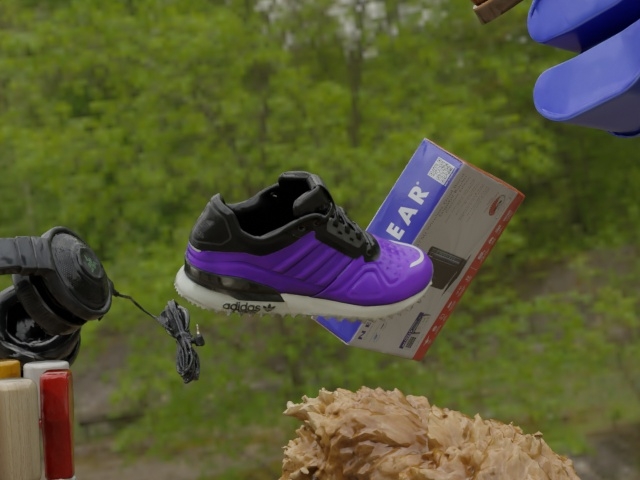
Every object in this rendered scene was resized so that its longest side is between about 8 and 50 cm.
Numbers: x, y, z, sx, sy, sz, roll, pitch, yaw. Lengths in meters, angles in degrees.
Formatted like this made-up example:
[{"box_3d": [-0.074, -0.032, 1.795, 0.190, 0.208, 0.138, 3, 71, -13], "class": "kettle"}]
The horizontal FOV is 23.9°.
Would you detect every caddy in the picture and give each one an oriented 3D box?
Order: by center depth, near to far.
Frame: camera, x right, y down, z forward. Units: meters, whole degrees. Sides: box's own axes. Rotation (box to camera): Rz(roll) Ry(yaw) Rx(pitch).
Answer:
[{"box_3d": [0.435, -0.278, 2.063, 0.179, 0.241, 0.341, 5, -14, -27], "class": "caddy"}]

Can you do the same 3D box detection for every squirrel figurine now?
[{"box_3d": [0.136, 0.269, 1.222, 0.281, 0.397, 0.370, -24, 18, 1], "class": "squirrel figurine"}]

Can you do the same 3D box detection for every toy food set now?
[{"box_3d": [-0.258, 0.160, 1.243, 0.111, 0.104, 0.232, -3, 1, -5], "class": "toy food set"}]

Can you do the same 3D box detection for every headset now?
[{"box_3d": [-0.346, 0.109, 1.968, 0.394, 0.185, 0.243, 3, -36, -33], "class": "headset"}]

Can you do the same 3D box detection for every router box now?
[{"box_3d": [0.163, 0.025, 2.424, 0.082, 0.335, 0.301, 35, 8, 26], "class": "router box"}]

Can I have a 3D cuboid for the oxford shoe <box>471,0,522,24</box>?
[{"box_3d": [0.188, -0.257, 1.217, 0.212, 0.076, 0.076, -32, 9, 36], "class": "oxford shoe"}]

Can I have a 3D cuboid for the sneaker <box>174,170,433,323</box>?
[{"box_3d": [0.000, 0.000, 1.595, 0.293, 0.146, 0.102, 0, 28, -27], "class": "sneaker"}]
